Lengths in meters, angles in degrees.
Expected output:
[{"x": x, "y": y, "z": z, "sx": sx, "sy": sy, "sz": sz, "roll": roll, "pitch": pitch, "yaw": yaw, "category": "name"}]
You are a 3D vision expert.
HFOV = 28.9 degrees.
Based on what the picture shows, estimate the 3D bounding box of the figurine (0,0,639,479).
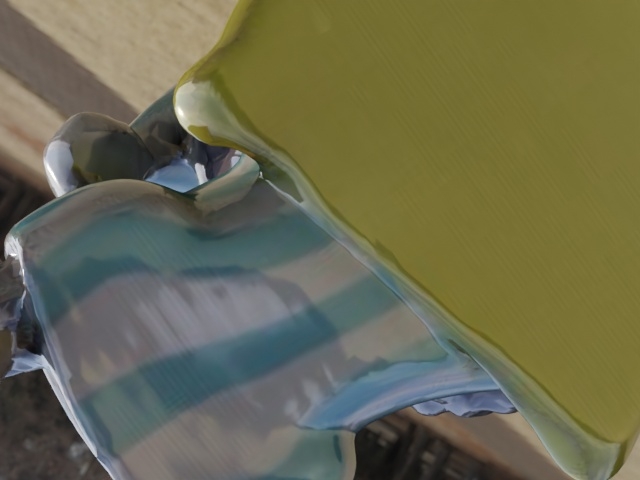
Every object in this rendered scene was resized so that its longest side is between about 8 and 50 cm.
[{"x": 0.000, "y": 0.000, "z": 0.641, "sx": 0.266, "sy": 0.361, "sz": 0.377, "roll": 59, "pitch": 168, "yaw": -3, "category": "figurine"}]

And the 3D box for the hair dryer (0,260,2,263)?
[{"x": -0.273, "y": -0.091, "z": 0.834, "sx": 0.302, "sy": 0.244, "sz": 0.116, "roll": 59, "pitch": 174, "yaw": -37, "category": "hair dryer"}]
